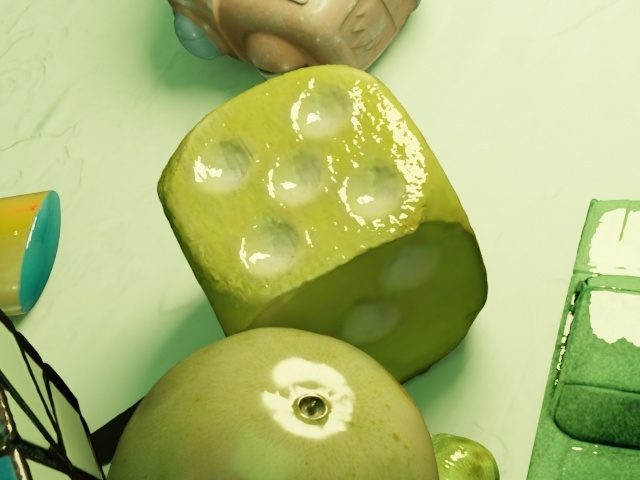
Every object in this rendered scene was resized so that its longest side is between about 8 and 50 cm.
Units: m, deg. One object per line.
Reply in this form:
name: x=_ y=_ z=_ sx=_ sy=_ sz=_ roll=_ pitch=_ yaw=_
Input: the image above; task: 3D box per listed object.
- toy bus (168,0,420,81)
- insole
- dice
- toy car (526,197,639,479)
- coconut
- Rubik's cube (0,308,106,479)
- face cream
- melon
toy bus: x=-0.043 y=-0.281 z=1.625 sx=0.294 sy=0.197 sz=0.232 roll=23 pitch=77 yaw=25
insole: x=-0.162 y=0.170 z=1.475 sx=0.152 sy=0.002 sz=0.053 roll=-33 pitch=56 yaw=-7
dice: x=0.000 y=0.000 z=1.397 sx=0.233 sy=0.238 sz=0.227 roll=-28 pitch=56 yaw=-4
toy car: x=0.274 y=0.102 z=1.343 sx=0.141 sy=0.097 sz=0.321 roll=7 pitch=61 yaw=18
coconut: x=0.115 y=0.211 z=1.328 sx=0.096 sy=0.088 sz=0.088 roll=26 pitch=68 yaw=33
Rubik's cube: x=-0.335 y=0.250 z=1.300 sx=0.283 sy=0.293 sz=0.288 roll=-25 pitch=54 yaw=-3
face cream: x=-0.409 y=0.028 z=1.592 sx=0.285 sy=0.067 sz=0.139 roll=-8 pitch=59 yaw=10
melon: x=-0.043 y=0.217 z=1.231 sx=0.268 sy=0.330 sz=0.268 roll=7 pitch=52 yaw=-9
